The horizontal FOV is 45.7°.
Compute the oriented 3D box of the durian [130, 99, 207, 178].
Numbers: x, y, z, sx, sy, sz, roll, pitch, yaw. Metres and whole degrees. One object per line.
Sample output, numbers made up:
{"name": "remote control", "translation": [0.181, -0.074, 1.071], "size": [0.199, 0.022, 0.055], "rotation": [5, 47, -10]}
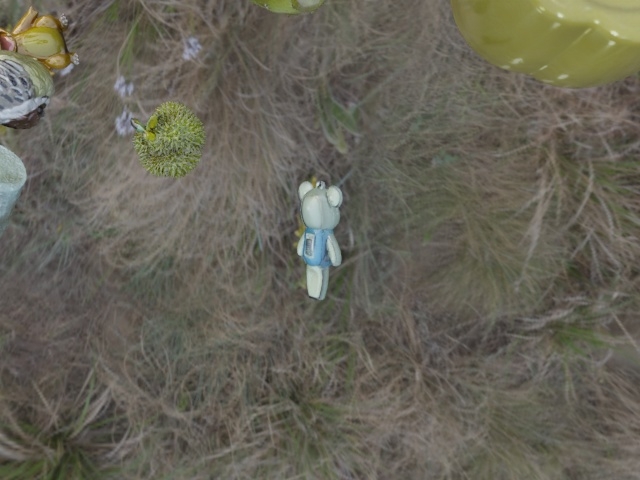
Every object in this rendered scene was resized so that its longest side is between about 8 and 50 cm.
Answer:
{"name": "durian", "translation": [-0.318, -0.219, 1.649], "size": [0.146, 0.198, 0.159], "rotation": [39, 61, 2]}

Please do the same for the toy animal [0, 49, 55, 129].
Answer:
{"name": "toy animal", "translation": [-0.406, -0.195, 0.962], "size": [0.137, 0.098, 0.098], "rotation": [18, 104, -48]}

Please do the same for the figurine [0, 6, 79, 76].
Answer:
{"name": "figurine", "translation": [-0.501, -0.314, 1.248], "size": [0.176, 0.122, 0.122], "rotation": [-21, 102, -49]}

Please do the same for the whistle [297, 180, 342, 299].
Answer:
{"name": "whistle", "translation": [0.000, 0.000, 1.496], "size": [0.077, 0.113, 0.236], "rotation": [-13, 109, -49]}

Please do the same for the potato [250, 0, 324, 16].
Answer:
{"name": "potato", "translation": [-0.070, -0.352, 0.937], "size": [0.090, 0.225, 0.117], "rotation": [-19, 144, -37]}

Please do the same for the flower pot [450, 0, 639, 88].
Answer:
{"name": "flower pot", "translation": [0.177, -0.191, 0.474], "size": [0.195, 0.179, 0.195], "rotation": [1, 103, 5]}

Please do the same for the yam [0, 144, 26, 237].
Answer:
{"name": "yam", "translation": [-0.526, -0.021, 1.151], "size": [0.093, 0.093, 0.259], "rotation": [24, 122, -20]}
